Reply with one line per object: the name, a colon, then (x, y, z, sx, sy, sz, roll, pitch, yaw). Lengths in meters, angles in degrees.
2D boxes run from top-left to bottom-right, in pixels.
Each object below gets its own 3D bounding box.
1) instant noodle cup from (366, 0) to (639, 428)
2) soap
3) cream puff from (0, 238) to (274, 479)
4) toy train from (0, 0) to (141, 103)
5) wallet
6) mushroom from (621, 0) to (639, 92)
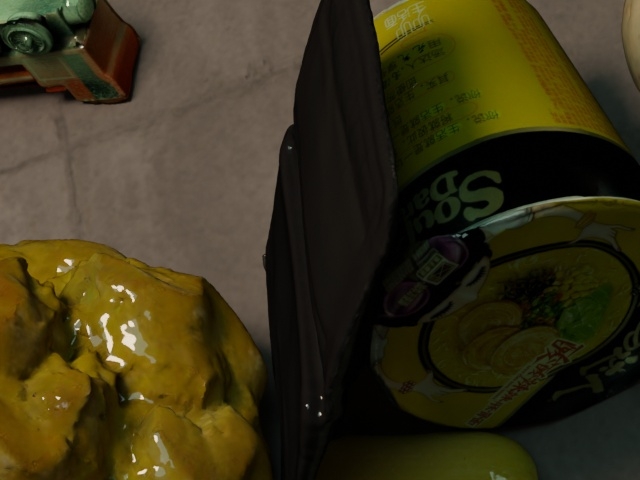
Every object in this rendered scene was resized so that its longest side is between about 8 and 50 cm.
instant noodle cup: (0.104, -0.031, 1.088, 0.215, 0.215, 0.236, -25, 50, 9)
soap: (0.055, 0.159, 1.097, 0.168, 0.033, 0.089, 3, 62, 24)
cream puff: (-0.202, 0.118, 1.097, 0.324, 0.257, 0.291, 19, 76, 31)
toy train: (-0.238, -0.153, 1.336, 0.176, 0.118, 0.074, -5, 57, 25)
wallet: (0.000, 0.000, 1.033, 0.041, 0.323, 0.247, 5, 48, -10)
mushroom: (0.318, -0.149, 1.051, 0.234, 0.260, 0.254, 32, 66, -5)
